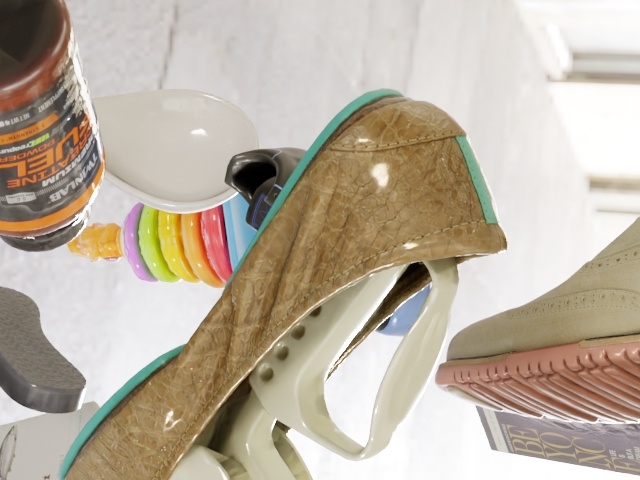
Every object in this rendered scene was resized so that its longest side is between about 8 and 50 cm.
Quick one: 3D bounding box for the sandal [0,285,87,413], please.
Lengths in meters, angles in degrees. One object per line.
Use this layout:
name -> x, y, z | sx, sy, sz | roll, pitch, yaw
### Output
sandal -> -0.306, 0.106, 1.469 | 0.097, 0.254, 0.055 | 8, 109, -31

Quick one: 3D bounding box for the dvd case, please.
dvd case -> 0.258, 0.179, 1.508 | 0.018, 0.221, 0.165 | -66, 150, -31

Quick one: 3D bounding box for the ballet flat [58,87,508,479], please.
ballet flat -> -0.021, 0.078, 0.798 | 0.342, 0.124, 0.116 | -49, 155, 25

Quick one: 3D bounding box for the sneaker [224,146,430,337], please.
sneaker -> 0.000, 0.000, 1.170 | 0.232, 0.090, 0.081 | 51, -47, 51

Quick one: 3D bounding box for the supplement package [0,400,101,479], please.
supplement package -> -0.310, 0.267, 1.703 | 0.105, 0.179, 0.105 | 59, 22, -44

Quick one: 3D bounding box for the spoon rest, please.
spoon rest -> -0.192, -0.081, 1.373 | 0.084, 0.276, 0.137 | 89, -2, -54

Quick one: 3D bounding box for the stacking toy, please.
stacking toy -> -0.189, -0.006, 1.917 | 0.175, 0.301, 0.166 | -14, 96, -68

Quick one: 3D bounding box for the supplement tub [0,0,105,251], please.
supplement tub -> -0.191, -0.072, 0.952 | 0.198, 0.106, 0.106 | 87, 16, -59

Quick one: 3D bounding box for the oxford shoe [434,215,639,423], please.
oxford shoe -> 0.252, 0.035, 1.063 | 0.140, 0.397, 0.147 | 28, 55, -45
